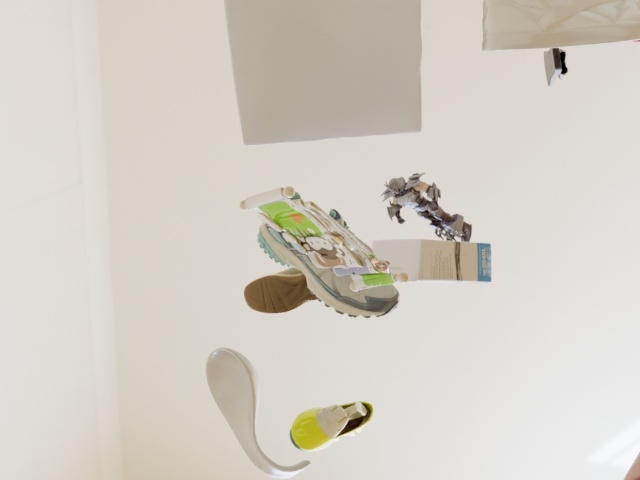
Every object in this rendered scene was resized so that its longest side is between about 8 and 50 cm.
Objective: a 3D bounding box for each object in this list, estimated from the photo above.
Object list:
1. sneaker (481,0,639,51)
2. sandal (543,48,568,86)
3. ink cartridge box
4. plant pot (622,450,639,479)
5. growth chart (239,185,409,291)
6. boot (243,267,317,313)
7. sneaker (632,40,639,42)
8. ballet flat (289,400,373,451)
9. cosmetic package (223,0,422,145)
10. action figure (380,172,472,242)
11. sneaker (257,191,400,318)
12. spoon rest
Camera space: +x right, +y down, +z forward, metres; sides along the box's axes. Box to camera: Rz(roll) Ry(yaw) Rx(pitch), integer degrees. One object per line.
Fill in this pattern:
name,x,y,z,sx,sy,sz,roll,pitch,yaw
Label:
sneaker,0.365,-0.350,1.253,0.108,0.292,0.169,-101,8,-81
sandal,0.436,-0.322,1.687,0.179,0.040,0.067,-23,-77,-82
ink cartridge box,0.223,0.043,1.854,0.203,0.148,0.086,5,-95,-40
plant pot,0.819,0.467,1.874,0.267,0.267,0.236,-42,-16,-37
growth chart,0.000,0.000,1.332,0.021,0.237,0.172,-58,14,-23
boot,-0.036,0.093,2.212,0.095,0.262,0.203,70,-159,-6
sneaker,0.703,-0.479,1.818,0.279,0.107,0.118,138,140,-63
ballet flat,0.028,0.331,1.699,0.231,0.077,0.077,4,-128,-59
cosmetic package,0.006,-0.417,1.693,0.394,0.327,0.329,-93,-1,-56
action figure,0.280,-0.086,2.470,0.285,0.185,0.099,33,-114,-26
sneaker,0.017,0.021,1.545,0.110,0.283,0.122,-34,-28,-51
spoon rest,-0.130,0.322,1.704,0.084,0.276,0.137,-25,-15,-45
